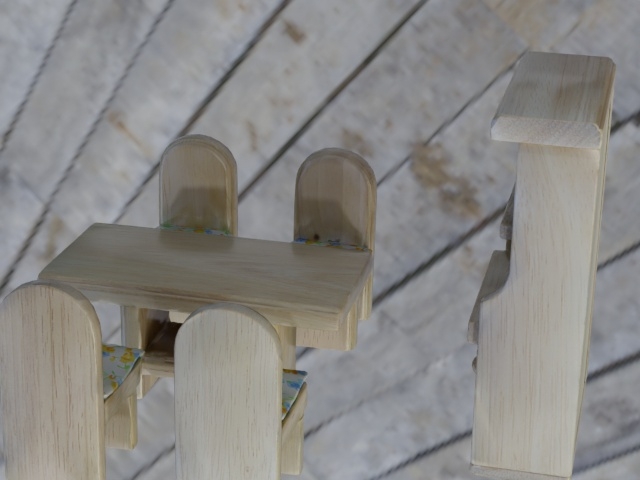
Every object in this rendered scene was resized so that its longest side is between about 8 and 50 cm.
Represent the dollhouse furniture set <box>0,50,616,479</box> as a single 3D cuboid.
[{"bbox_3d":[0.000,0.000,0.651,0.242,0.212,0.161,6,112,12],"label":"dollhouse furniture set"}]
